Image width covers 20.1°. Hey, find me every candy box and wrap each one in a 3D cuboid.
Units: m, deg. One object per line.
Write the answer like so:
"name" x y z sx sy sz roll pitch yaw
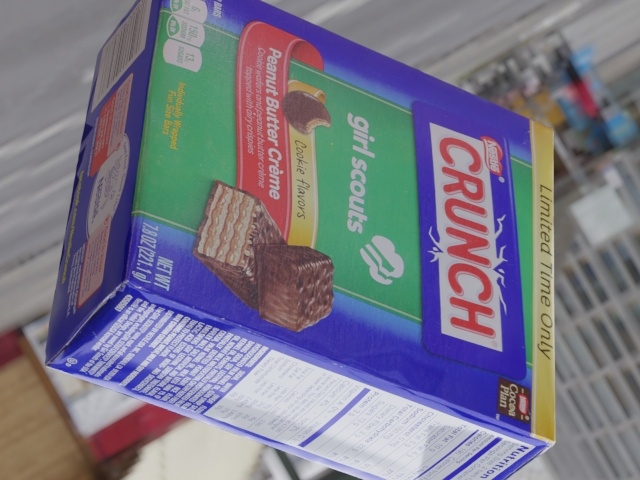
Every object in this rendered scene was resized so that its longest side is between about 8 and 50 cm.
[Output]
"candy box" 0.000 0.000 1.201 0.122 0.317 0.268 -42 -145 45
